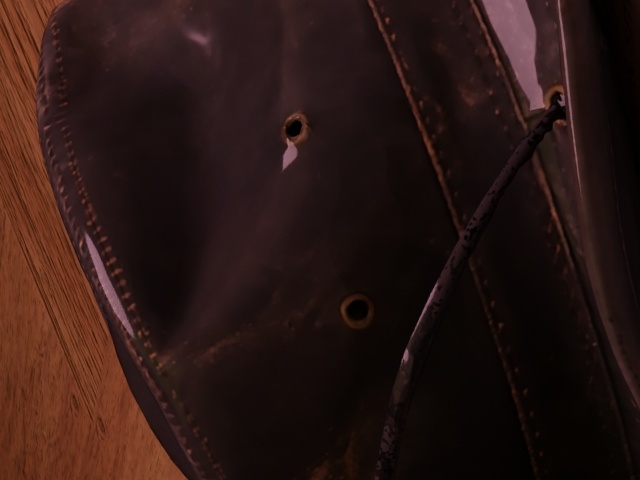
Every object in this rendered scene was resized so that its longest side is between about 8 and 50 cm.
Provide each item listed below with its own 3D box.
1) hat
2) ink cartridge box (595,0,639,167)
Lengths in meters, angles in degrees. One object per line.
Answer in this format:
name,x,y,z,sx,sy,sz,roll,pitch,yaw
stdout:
hat,0.000,0.000,0.536,0.331,0.134,0.331,165,90,-89
ink cartridge box,0.157,-0.016,0.394,0.395,0.166,0.285,-109,7,-52
